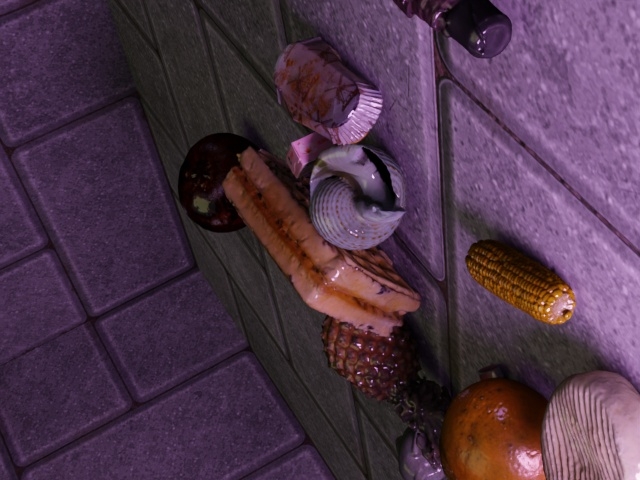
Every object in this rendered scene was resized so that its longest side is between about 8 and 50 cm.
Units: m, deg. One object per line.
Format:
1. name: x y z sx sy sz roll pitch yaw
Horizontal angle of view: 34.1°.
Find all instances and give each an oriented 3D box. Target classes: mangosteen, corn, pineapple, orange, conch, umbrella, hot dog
1. mangosteen: -0.208 -0.129 2.460 0.235 0.235 0.261 56 -162 26
2. corn: 0.256 0.051 1.361 0.207 0.068 0.068 41 154 59
3. pineapple: 0.144 0.270 1.984 0.361 0.175 0.175 57 165 23
4. orange: 0.276 0.323 1.558 0.240 0.171 0.240 46 154 31
5. conch: 0.075 -0.070 1.666 0.200 0.131 0.172 3 94 35
6. umbrella: 0.106 -0.312 1.181 0.326 0.090 0.094 51 159 37
7. hot dog: 0.008 -0.234 1.644 0.069 0.131 0.252 18 -161 -42

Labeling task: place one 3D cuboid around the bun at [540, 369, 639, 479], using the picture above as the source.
1. bun: 0.364 0.260 1.274 0.222 0.127 0.222 -177 90 -73

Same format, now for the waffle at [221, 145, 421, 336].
1. waffle: 0.000 0.000 1.891 0.261 0.114 0.376 24 -160 -45

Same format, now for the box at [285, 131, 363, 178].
1. box: 0.008 -0.158 1.748 0.043 0.125 0.089 61 165 7

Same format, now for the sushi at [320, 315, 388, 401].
1. sushi: 0.067 0.211 2.178 0.287 0.149 0.140 53 168 14

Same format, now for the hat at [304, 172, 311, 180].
1. hat: -0.053 -0.093 2.195 0.227 0.129 0.140 129 136 -56

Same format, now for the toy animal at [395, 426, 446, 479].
1. toy animal: 0.207 0.451 2.184 0.125 0.127 0.251 57 169 11

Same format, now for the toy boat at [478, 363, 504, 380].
1. toy boat: 0.297 0.258 1.673 0.122 0.034 0.096 61 172 2
